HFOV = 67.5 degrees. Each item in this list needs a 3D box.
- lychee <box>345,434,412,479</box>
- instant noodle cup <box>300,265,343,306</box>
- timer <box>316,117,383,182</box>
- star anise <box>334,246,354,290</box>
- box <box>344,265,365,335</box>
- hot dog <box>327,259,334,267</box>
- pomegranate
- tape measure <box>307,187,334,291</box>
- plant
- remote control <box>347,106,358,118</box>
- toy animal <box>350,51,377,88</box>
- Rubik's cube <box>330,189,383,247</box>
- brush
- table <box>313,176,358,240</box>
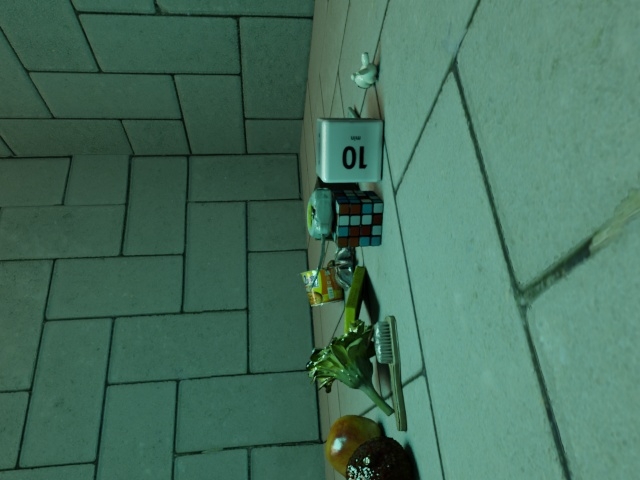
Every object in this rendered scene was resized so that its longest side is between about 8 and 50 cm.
[{"bbox_3d":[0.162,0.639,1.310,0.194,0.194,0.195,178,90,-83],"label":"lychee"},{"bbox_3d":[0.017,0.223,2.326,0.213,0.213,0.174,129,130,-79],"label":"instant noodle cup"},{"bbox_3d":[0.090,-0.300,1.569,0.194,0.192,0.195,-116,25,-73],"label":"timer"},{"bbox_3d":[0.104,0.099,2.019,0.229,0.092,0.237,-161,73,-88],"label":"star anise"},{"bbox_3d":[0.124,0.225,1.722,0.279,0.040,0.153,-67,-20,-61],"label":"box"},{"bbox_3d":[0.057,0.135,2.582,0.083,0.035,0.058,126,141,-78],"label":"hot dog"},{"bbox_3d":[0.114,0.695,1.612,0.209,0.209,0.209,178,90,-83],"label":"pomegranate"},{"bbox_3d":[0.001,0.000,1.583,0.164,0.084,0.331,156,113,-85],"label":"tape measure"},{"bbox_3d":[0.083,0.419,1.528,0.306,0.261,0.297,64,-163,-68],"label":"plant"},{"bbox_3d":[0.131,-0.466,1.864,0.162,0.029,0.061,-109,16,-53],"label":"remote control"},{"bbox_3d":[0.149,-0.540,1.542,0.124,0.085,0.071,-169,95,-77],"label":"toy animal"},{"bbox_3d":[0.116,-0.075,1.595,0.154,0.151,0.155,-112,20,-67],"label":"Rubik's cube"},{"bbox_3d":[0.201,0.385,1.402,0.070,0.065,0.328,116,150,-70],"label":"brush"},{"bbox_3d":[0.065,-0.121,1.880,0.169,0.172,0.193,107,160,-44],"label":"table"}]
